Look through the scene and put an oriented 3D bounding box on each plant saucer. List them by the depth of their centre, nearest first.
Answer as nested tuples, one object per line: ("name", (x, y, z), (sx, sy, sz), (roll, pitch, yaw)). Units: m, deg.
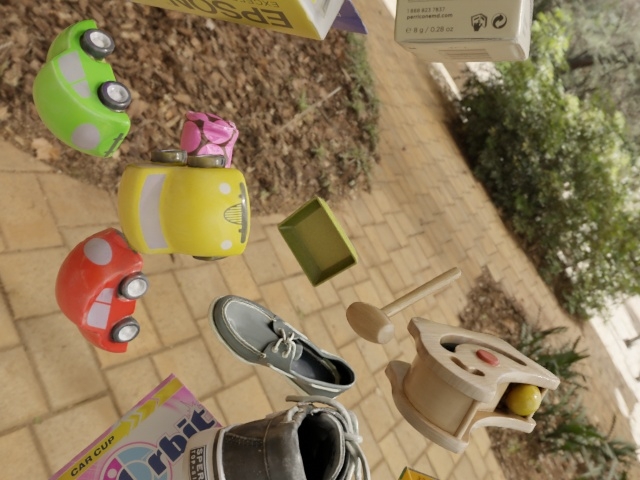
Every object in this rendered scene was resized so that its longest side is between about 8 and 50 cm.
("plant saucer", (0.000, 0.000, 1.496), (0.045, 0.188, 0.188), (-31, 88, -42))

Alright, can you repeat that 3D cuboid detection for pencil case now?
("pencil case", (-0.193, -0.107, 1.016), (0.098, 0.209, 0.095), (9, 13, -7))

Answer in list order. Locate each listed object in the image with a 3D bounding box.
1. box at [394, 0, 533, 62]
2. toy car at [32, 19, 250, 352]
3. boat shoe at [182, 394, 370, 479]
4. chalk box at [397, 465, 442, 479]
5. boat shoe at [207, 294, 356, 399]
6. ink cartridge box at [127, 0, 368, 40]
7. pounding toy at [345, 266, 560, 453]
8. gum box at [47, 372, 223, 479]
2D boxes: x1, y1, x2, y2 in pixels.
("box", (0.119, -0.281, 0.457), (0.113, 0.094, 0.275), (-23, 117, -67))
("toy car", (-0.154, -0.050, 0.418), (0.053, 0.239, 0.225), (-11, 73, -43))
("boat shoe", (-0.012, 0.194, 0.553), (0.306, 0.104, 0.113), (53, 19, -64))
("chalk box", (0.194, 0.620, 1.141), (0.179, 0.180, 0.289), (-34, 133, -58))
("boat shoe", (-0.063, 0.193, 1.117), (0.319, 0.099, 0.116), (41, 48, -24))
("ink cartridge box", (-0.142, -0.238, 0.467), (0.072, 0.303, 0.307), (-70, 160, -7))
("pounding toy", (0.170, 0.132, 0.682), (0.269, 0.155, 0.154), (16, 16, -29))
("gum box", (-0.182, 0.240, 0.600), (0.107, 0.062, 0.188), (40, 65, 20))
